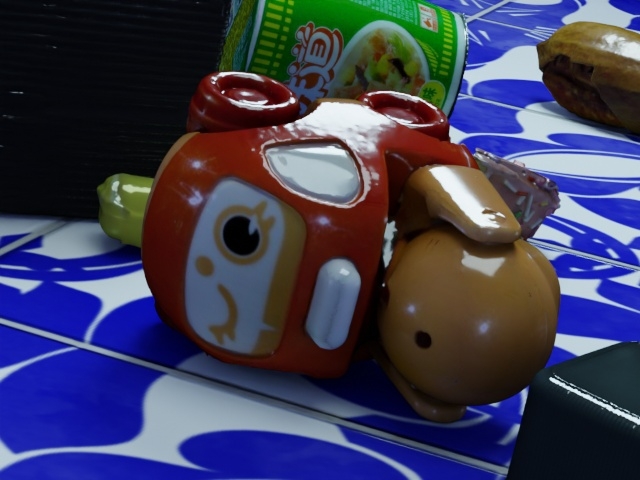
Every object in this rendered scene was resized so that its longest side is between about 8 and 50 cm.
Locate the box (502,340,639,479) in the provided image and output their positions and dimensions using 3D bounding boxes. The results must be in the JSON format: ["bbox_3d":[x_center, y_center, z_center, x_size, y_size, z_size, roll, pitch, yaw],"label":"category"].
[{"bbox_3d":[0.223,0.138,1.094,0.201,0.090,0.144,24,24,37],"label":"box"}]

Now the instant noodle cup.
[{"bbox_3d":[0.016,-0.186,1.850,0.233,0.207,0.207,14,16,-17],"label":"instant noodle cup"}]

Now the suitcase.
[{"bbox_3d":[-0.254,-0.140,1.471,0.335,0.229,0.152,4,26,-20],"label":"suitcase"}]

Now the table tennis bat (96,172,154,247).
[{"bbox_3d":[0.000,0.000,1.472,0.369,0.054,0.224,9,17,-16],"label":"table tennis bat"}]

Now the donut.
[{"bbox_3d":[0.153,-0.038,1.598,0.117,0.065,0.166,23,0,-12],"label":"donut"}]

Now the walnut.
[{"bbox_3d":[0.333,-0.193,2.122,0.207,0.115,0.116,28,25,33],"label":"walnut"}]

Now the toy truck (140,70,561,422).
[{"bbox_3d":[0.022,0.017,1.221,0.265,0.189,0.239,2,28,-22],"label":"toy truck"}]
